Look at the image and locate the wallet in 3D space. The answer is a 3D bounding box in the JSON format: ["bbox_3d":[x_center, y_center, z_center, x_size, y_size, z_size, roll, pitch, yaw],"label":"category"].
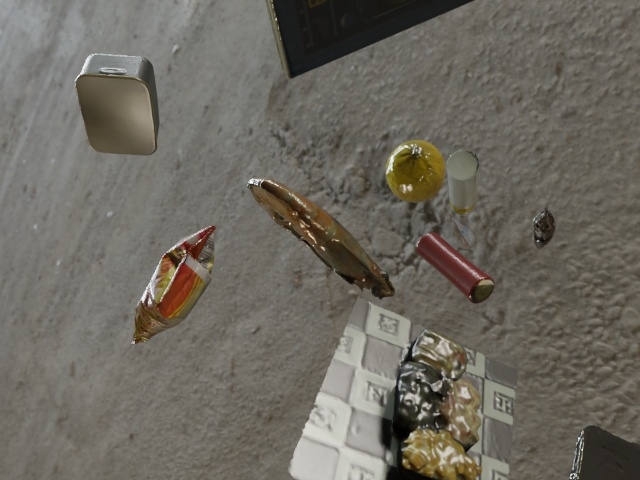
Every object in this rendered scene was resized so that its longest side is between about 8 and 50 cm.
[{"bbox_3d":[0.533,0.532,1.180,0.377,0.197,0.051,-64,5,-36],"label":"wallet"}]

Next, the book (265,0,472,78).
[{"bbox_3d":[0.074,-0.263,0.547,0.269,0.191,0.025,-25,55,-8],"label":"book"}]

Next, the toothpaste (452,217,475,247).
[{"bbox_3d":[0.417,-0.012,1.875,0.057,0.234,0.089,-32,76,9],"label":"toothpaste"}]

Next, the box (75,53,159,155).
[{"bbox_3d":[-0.407,-0.278,1.323,0.201,0.145,0.090,97,174,-50],"label":"box"}]

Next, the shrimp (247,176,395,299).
[{"bbox_3d":[0.001,-0.002,0.865,0.052,0.251,0.143,-48,17,-12],"label":"shrimp"}]

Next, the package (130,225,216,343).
[{"bbox_3d":[-0.303,0.100,1.335,0.288,0.108,0.223,-38,25,59],"label":"package"}]

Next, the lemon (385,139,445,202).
[{"bbox_3d":[0.304,-0.222,2.072,0.192,0.231,0.192,-5,60,9],"label":"lemon"}]

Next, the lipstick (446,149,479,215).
[{"bbox_3d":[0.274,-0.105,1.241,0.059,0.264,0.059,-3,77,13],"label":"lipstick"}]

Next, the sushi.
[{"bbox_3d":[0.097,0.147,0.585,0.215,0.192,0.050,-65,0,-46],"label":"sushi"}]

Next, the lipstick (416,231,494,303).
[{"bbox_3d":[0.339,0.066,1.643,0.080,0.080,0.241,-58,40,13],"label":"lipstick"}]

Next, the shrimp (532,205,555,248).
[{"bbox_3d":[0.572,-0.039,1.659,0.065,0.165,0.056,-32,48,-3],"label":"shrimp"}]
